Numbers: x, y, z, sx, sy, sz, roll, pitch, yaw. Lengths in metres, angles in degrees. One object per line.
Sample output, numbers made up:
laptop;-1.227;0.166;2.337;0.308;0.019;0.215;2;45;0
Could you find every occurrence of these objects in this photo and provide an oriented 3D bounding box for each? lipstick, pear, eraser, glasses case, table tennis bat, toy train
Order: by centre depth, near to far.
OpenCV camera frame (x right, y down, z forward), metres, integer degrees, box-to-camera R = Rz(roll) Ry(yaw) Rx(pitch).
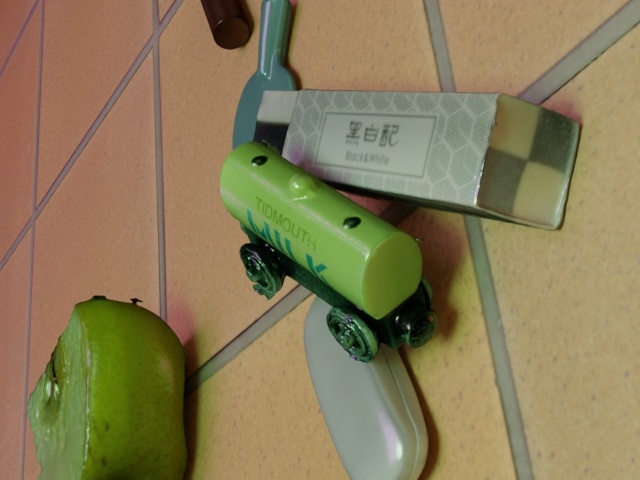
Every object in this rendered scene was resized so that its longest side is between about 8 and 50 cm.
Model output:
toy train;0.000;0.000;0.908;0.253;0.105;0.157;34;152;42
eraser;0.065;-0.086;0.942;0.404;0.098;0.096;17;93;59
glasses case;0.038;0.136;0.942;0.092;0.059;0.233;-56;36;29
table tennis bat;-0.067;-0.189;1.261;0.153;0.040;0.244;2;86;58
pear;-0.258;0.259;1.290;0.286;0.176;0.281;-55;39;41
lipstick;-0.166;-0.403;1.482;0.057;0.057;0.356;-56;37;33
